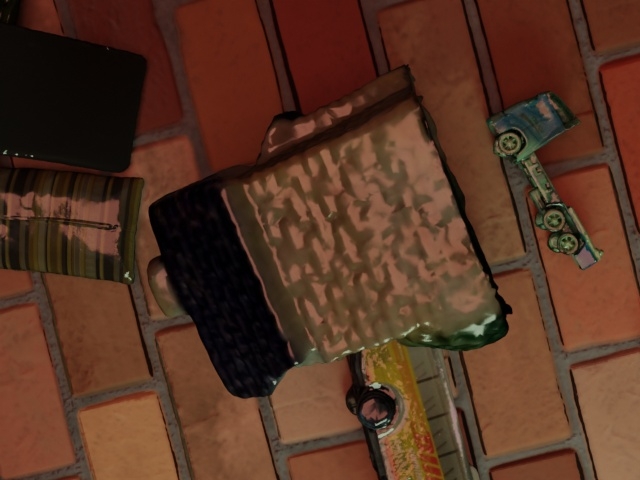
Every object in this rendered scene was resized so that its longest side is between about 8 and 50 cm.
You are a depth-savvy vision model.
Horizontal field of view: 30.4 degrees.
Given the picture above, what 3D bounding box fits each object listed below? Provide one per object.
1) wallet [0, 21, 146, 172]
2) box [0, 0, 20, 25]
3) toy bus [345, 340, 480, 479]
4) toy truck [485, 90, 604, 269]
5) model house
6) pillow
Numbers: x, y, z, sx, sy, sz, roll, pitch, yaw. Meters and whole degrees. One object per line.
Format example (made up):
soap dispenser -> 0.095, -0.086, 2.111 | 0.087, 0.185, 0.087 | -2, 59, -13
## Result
wallet -> -0.275, -0.138, 1.117 | 0.025, 0.244, 0.124 | 12, 94, 43
box -> -0.443, -0.215, 1.125 | 0.253, 0.178, 0.328 | 12, 88, 9
toy bus -> 0.093, 0.207, 1.157 | 0.106, 0.092, 0.268 | -14, 91, -5
toy truck -> 0.233, -0.060, 1.143 | 0.081, 0.067, 0.175 | -30, 90, 4
model house -> -0.001, -0.002, 1.051 | 0.284, 0.298, 0.243 | -18, 96, 8
pillow -> -0.284, -0.020, 1.200 | 0.204, 0.038, 0.113 | 5, 92, 4
